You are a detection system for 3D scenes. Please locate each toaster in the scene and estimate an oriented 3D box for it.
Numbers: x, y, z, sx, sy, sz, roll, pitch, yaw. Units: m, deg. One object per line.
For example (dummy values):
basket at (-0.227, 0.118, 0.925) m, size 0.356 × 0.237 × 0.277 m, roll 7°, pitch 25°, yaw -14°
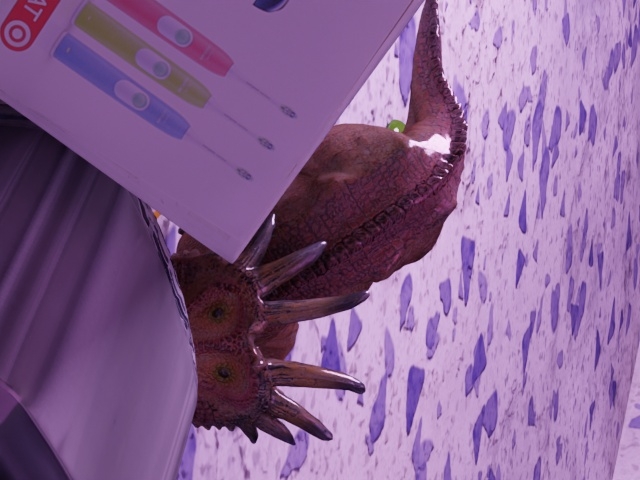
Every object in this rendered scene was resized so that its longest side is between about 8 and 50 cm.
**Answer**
toaster at (-0.126, 0.050, 0.588) m, size 0.227 × 0.129 × 0.146 m, roll 76°, pitch 22°, yaw -44°

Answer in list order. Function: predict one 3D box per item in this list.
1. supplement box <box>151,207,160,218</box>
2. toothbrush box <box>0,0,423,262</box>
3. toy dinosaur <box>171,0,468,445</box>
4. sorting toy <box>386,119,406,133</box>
supplement box at (-0.108, -0.044, 0.752) m, size 0.062 × 0.036 × 0.098 m, roll -55°, pitch 145°, yaw -56°
toothbrush box at (-0.004, -0.134, 0.627) m, size 0.206 × 0.122 × 0.283 m, roll -54°, pitch -176°, yaw 14°
toy dinosaur at (0.000, 0.000, 0.806) m, size 0.296 × 0.127 × 0.200 m, roll -46°, pitch -174°, yaw -9°
sorting toy at (0.079, -0.051, 1.294) m, size 0.061 × 0.042 × 0.102 m, roll -59°, pitch 148°, yaw -52°
